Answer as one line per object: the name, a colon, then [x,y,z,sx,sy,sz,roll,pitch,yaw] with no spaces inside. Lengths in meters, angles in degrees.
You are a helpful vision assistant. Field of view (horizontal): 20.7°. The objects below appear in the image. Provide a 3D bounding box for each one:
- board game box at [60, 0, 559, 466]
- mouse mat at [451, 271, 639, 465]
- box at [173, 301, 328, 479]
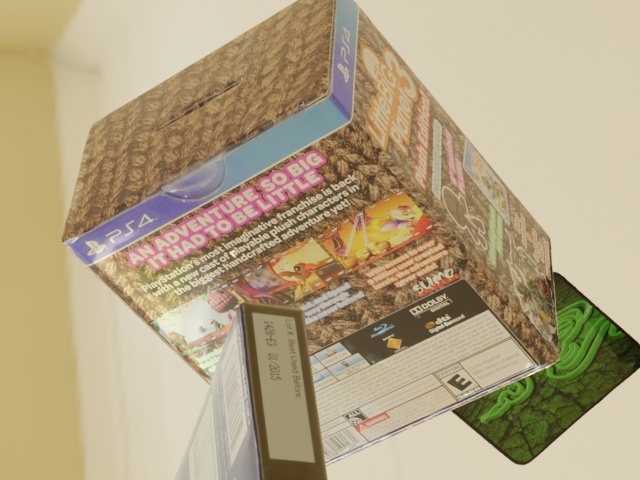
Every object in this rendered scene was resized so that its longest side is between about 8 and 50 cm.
board game box: [0.000,0.000,1.279,0.232,0.291,0.141,-27,-146,24]
mouse mat: [0.223,0.135,1.806,0.190,0.152,0.007,-45,-162,16]
box: [-0.044,0.152,0.808,0.225,0.036,0.136,114,-24,-43]
